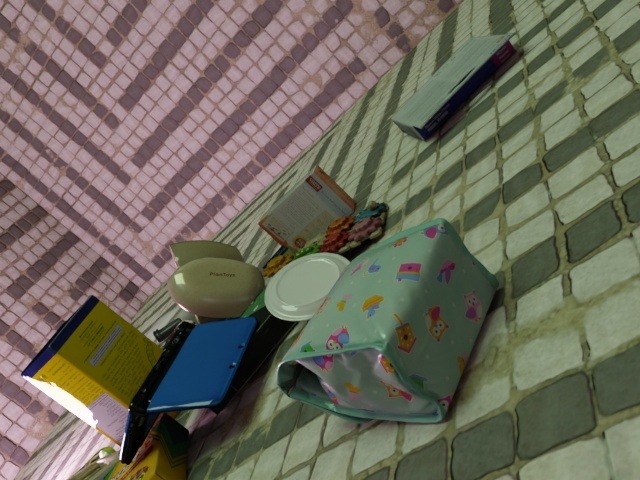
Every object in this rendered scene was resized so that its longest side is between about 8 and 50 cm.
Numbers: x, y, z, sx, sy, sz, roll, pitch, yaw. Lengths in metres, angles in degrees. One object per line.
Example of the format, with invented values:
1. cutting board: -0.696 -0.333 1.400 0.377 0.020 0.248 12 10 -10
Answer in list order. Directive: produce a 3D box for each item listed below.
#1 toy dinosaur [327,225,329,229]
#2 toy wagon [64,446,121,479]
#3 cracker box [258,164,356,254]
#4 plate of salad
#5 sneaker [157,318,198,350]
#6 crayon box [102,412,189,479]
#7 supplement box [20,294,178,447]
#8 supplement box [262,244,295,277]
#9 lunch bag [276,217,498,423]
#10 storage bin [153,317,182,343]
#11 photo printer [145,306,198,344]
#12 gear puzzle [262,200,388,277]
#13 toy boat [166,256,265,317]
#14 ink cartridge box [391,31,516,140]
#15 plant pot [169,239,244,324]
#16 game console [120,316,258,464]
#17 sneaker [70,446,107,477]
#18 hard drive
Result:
1. toy dinosaur: 0.040 -0.007 1.596 0.090 0.047 0.082 92 -162 -56
2. toy wagon: -0.592 0.599 1.530 0.344 0.068 0.267 -31 0 35
3. cracker box: -0.037 -0.075 1.734 0.232 0.155 0.067 -40 14 26
4. plate of salad: -0.020 0.100 1.314 0.199 0.048 0.200 -15 37 11
5. sneaker: -0.464 0.356 1.822 0.281 0.106 0.162 -52 0 26
6. crayon box: -0.356 0.496 1.241 0.202 0.081 0.318 -47 14 -1
7. supplement box: -0.537 0.349 1.622 0.194 0.356 0.195 -37 18 36
8. supplement box: -0.090 0.071 1.632 0.083 0.083 0.056 -49 13 -6
9. lunch bag: 0.073 0.117 0.840 0.262 0.160 0.223 -22 29 49
10. storage bin: -0.443 0.311 1.956 0.091 0.135 0.098 -39 12 -9
11. photo printer: -0.576 0.387 2.179 0.256 0.107 0.307 -29 22 53
12. gear puzzle: 0.000 0.000 1.472 0.339 0.044 0.175 -26 19 24
13. toy boat: -0.289 0.189 1.684 0.148 0.267 0.318 104 172 -46
14. ink cartridge box: 0.354 -0.405 1.667 0.324 0.071 0.330 -45 17 7
15. plant pot: -0.323 0.114 1.924 0.190 0.284 0.284 -22 7 -15
16. game console: -0.268 0.307 1.312 0.293 0.173 0.250 -69 -3 -62
17. sneaker: -0.633 0.643 1.704 0.192 0.064 0.086 -51 9 -29
18. hard drive: -0.162 0.227 1.451 0.339 0.064 0.237 -51 14 -13
